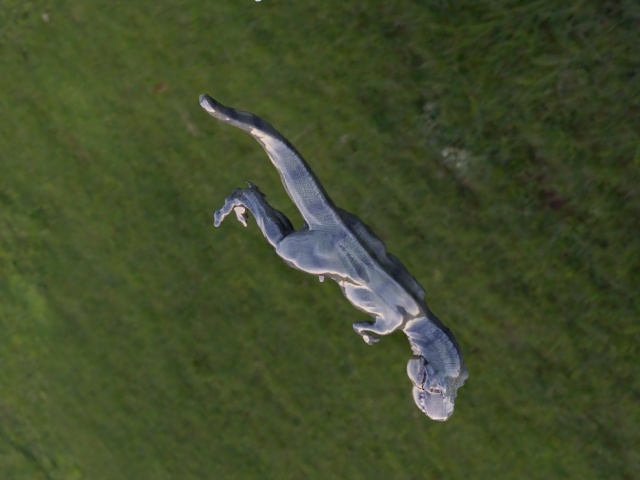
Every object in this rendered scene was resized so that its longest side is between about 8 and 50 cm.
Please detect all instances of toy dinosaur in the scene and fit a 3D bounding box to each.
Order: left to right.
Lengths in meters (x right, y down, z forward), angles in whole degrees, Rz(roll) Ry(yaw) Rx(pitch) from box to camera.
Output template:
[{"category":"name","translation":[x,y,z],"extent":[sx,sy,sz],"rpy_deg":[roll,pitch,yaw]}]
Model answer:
[{"category":"toy dinosaur","translation":[0.000,0.000,0.784],"extent":[0.268,0.064,0.118],"rpy_deg":[49,165,-24]}]
